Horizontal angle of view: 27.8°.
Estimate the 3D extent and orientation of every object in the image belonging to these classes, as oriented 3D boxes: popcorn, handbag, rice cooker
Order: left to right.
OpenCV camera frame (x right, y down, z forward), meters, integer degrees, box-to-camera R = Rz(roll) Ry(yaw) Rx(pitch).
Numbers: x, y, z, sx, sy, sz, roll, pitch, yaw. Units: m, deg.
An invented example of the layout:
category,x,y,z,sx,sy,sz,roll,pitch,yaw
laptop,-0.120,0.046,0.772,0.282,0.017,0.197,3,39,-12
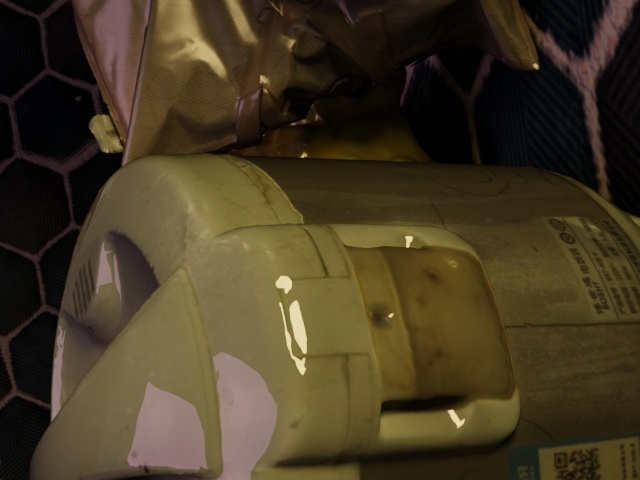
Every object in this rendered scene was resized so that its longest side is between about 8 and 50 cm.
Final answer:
category,x,y,z,sx,sy,sz,roll,pitch,yaw
handbag,-0.017,-0.128,0.720,0.117,0.270,0.183,66,-178,-69
popcorn,-0.001,-0.012,0.858,0.235,0.181,0.217,-168,71,-71
rice cooker,0.010,0.095,0.594,0.288,0.277,0.288,-4,86,62
